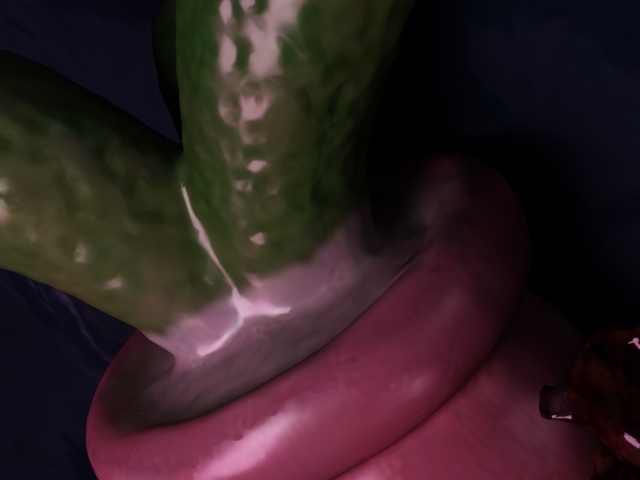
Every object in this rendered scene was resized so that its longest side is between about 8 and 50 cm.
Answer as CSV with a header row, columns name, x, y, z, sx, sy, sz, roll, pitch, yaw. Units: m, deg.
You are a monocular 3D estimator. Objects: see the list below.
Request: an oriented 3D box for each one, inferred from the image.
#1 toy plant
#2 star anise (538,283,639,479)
name,x,y,z,sx,sy,sz,roll,pitch,yaw
toy plant,0.002,0.006,0.738,0.317,0.211,0.356,-26,106,22
star anise,0.177,0.070,0.649,0.190,0.126,0.220,2,131,-5
